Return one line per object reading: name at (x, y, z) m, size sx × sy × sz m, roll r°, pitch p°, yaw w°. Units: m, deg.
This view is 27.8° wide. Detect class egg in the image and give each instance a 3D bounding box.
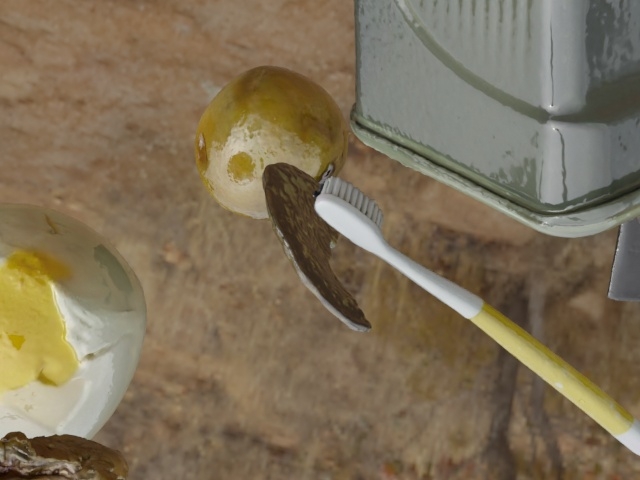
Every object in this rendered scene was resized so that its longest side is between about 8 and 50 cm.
egg at (-0.348, 0.119, 1.464) m, size 0.283 × 0.283 × 0.345 m, roll 20°, pitch 119°, yaw -13°

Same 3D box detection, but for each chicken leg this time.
chicken leg at (-0.220, 0.179, 0.935) m, size 0.207 × 0.085 × 0.101 m, roll 20°, pitch -170°, yaw -48°

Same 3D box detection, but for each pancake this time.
pancake at (0.000, 0.000, 1.288) m, size 0.020 × 0.190 × 0.184 m, roll -34°, pitch 101°, yaw 21°

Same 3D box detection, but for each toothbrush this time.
toothbrush at (0.105, 0.050, 0.763) m, size 0.288 × 0.024 × 0.021 m, roll 37°, pitch 139°, yaw -24°

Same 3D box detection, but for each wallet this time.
wallet at (0.368, -0.006, 1.456) m, size 0.082 × 0.156 × 0.018 m, roll 5°, pitch -169°, yaw -19°

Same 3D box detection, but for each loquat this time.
loquat at (-0.062, -0.122, 1.699) m, size 0.213 × 0.213 × 0.213 m, roll 11°, pitch 153°, yaw 6°

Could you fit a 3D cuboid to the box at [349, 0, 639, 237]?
box at (0.129, -0.133, 0.910) m, size 0.274 × 0.138 × 0.178 m, roll 29°, pitch 134°, yaw 47°
